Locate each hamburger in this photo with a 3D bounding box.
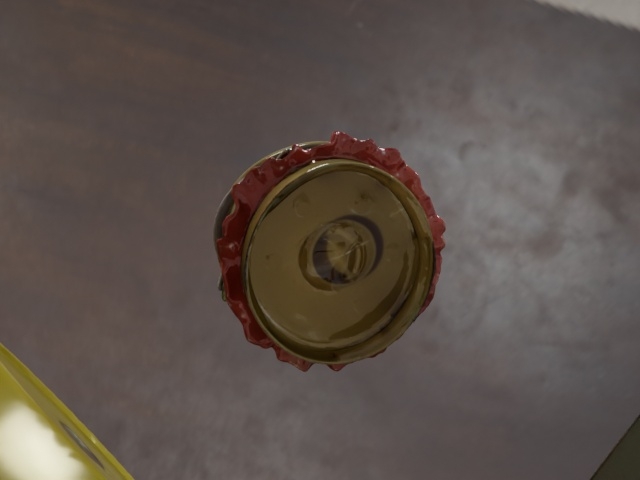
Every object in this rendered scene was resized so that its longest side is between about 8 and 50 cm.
[{"bbox_3d":[0.000,0.003,1.076,0.175,0.137,0.175,-3,103,-13],"label":"hamburger"}]

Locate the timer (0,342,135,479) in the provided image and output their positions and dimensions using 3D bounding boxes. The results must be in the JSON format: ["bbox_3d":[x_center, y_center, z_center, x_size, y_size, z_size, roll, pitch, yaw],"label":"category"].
[{"bbox_3d":[-0.254,0.226,0.702,0.387,0.376,0.376,-41,81,-10],"label":"timer"}]

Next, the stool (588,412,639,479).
[{"bbox_3d":[0.373,0.172,1.305,0.170,0.270,0.243,38,33,14],"label":"stool"}]
